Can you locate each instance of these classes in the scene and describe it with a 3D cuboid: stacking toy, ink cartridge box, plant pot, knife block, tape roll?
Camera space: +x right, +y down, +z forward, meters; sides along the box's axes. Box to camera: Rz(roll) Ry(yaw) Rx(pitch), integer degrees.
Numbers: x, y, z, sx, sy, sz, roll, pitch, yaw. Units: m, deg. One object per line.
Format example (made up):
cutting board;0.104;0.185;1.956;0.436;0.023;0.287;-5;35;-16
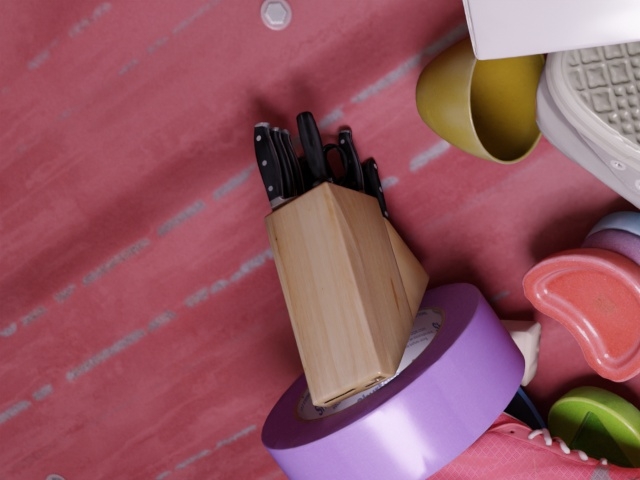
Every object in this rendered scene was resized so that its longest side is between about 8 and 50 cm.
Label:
stacking toy;0.339;0.120;1.422;0.309;0.130;0.279;52;147;-4
ink cartridge box;0.233;-0.245;1.188;0.172;0.237;0.100;-5;112;22
plant pot;0.152;-0.146;1.340;0.095;0.134;0.134;7;118;44
knife block;0.000;0.000;1.371;0.088;0.276;0.242;-30;108;30
tape roll;0.074;0.161;1.396;0.275;0.275;0.090;-30;102;28

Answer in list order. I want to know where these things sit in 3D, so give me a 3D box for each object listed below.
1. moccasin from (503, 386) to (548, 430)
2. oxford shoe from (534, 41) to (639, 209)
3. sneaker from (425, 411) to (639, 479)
moccasin;0.207;0.305;1.504;0.137;0.117;0.342;-6;111;41
oxford shoe;0.388;-0.052;1.294;0.449;0.169;0.130;36;164;-7
sneaker;0.223;0.238;1.378;0.314;0.116;0.136;-6;74;5
